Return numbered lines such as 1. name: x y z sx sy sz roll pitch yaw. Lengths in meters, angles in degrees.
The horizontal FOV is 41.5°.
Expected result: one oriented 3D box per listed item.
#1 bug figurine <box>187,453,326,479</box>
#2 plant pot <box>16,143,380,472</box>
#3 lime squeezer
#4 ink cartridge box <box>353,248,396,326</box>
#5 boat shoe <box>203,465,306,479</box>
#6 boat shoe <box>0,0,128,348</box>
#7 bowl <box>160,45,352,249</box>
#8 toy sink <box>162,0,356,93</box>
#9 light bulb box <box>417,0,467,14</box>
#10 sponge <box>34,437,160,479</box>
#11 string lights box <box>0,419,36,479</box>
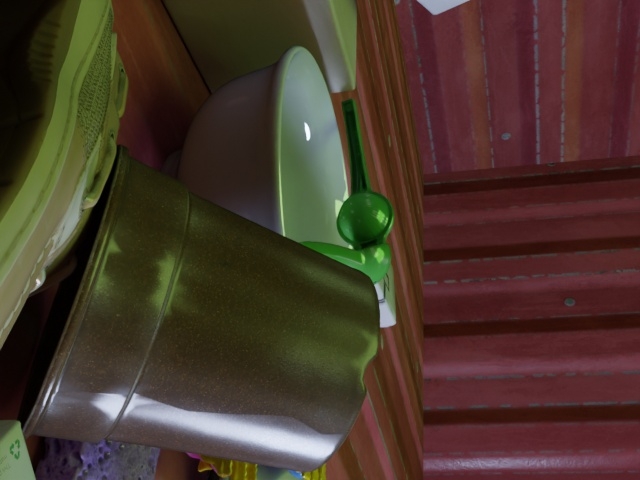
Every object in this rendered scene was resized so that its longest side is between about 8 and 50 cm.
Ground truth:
1. bug figurine: -0.056 0.229 0.656 0.216 0.072 0.279 51 33 -43
2. plant pot: -0.065 0.051 0.484 0.167 0.165 0.167 -55 -156 40
3. lime squeezer: 0.022 -0.023 0.757 0.110 0.059 0.310 47 27 -17
4. ink cartridge box: 0.004 0.040 1.014 0.203 0.148 0.086 62 24 -64
5. boat shoe: -0.073 0.304 0.756 0.112 0.095 0.335 22 53 -36
6. boat shoe: -0.148 -0.023 0.388 0.341 0.122 0.110 -84 163 -45
7. bowl: -0.061 -0.017 0.766 0.298 0.134 0.298 -5 90 -77
8. toy sink: -0.060 -0.258 0.815 0.234 0.153 0.131 63 25 -58
9. light bulb box: 0.094 -0.455 0.764 0.361 0.225 0.358 10 66 -60
10. sponge: -0.142 0.126 0.579 0.117 0.031 0.210 73 16 -49
11. string lights box: -0.159 0.224 0.358 0.133 0.077 0.259 -61 144 -68
